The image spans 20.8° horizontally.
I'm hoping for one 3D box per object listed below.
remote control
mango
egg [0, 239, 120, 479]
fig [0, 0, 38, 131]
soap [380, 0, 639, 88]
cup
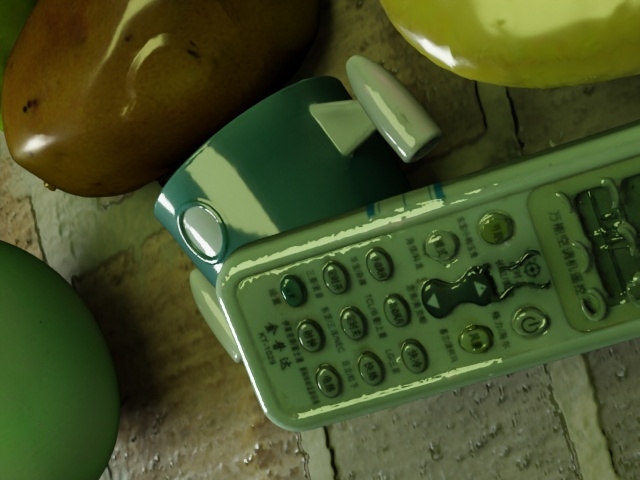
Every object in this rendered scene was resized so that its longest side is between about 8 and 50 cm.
[{"bbox_3d":[0.105,0.019,1.087,0.335,0.065,0.128,-17,102,15],"label":"remote control"},{"bbox_3d":[-0.140,-0.147,1.361,0.287,0.153,0.201,-46,50,29],"label":"mango"},{"bbox_3d":[-0.283,0.115,1.430,0.269,0.220,0.220,45,117,33],"label":"egg"},{"bbox_3d":[-0.298,-0.235,1.518,0.233,0.314,0.233,-53,12,16],"label":"fig"},{"bbox_3d":[0.217,-0.254,1.037,0.427,0.115,0.306,-17,71,22],"label":"soap"},{"bbox_3d":[0.000,0.000,1.221,0.173,0.167,0.299,51,138,12],"label":"cup"}]
